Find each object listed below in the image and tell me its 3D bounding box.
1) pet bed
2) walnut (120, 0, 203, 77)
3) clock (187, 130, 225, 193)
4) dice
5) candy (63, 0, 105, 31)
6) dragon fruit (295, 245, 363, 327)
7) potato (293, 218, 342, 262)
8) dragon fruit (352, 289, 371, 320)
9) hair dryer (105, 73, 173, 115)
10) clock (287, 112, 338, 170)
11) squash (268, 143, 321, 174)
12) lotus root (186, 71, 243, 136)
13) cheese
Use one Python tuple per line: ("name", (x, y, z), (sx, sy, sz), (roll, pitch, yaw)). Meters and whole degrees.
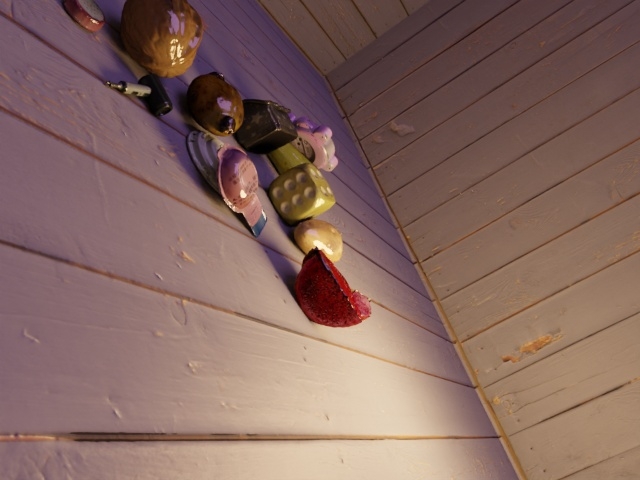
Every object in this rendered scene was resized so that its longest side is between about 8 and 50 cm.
("pet bed", (-0.203, -0.410, 1.946), (0.159, 0.183, 0.211), (67, 20, 5))
("walnut", (-0.433, -0.571, 1.515), (0.225, 0.225, 0.260), (27, 41, -60))
("clock", (-0.288, -0.225, 1.596), (0.236, 0.053, 0.236), (51, 17, -22))
("dice", (-0.064, -0.157, 1.910), (0.166, 0.169, 0.169), (60, 16, 7))
("candy", (-0.580, -0.566, 1.365), (0.103, 0.043, 0.103), (51, 18, -24))
("dragon fruit", (0.008, 0.144, 1.651), (0.261, 0.189, 0.163), (60, -22, -10))
("potato", (-0.002, -0.004, 1.896), (0.235, 0.128, 0.161), (38, 21, -37))
("dragon fruit", (0.121, 0.236, 1.947), (0.112, 0.068, 0.126), (41, 34, -18))
("hair dryer", (-0.459, -0.371, 1.384), (0.100, 0.057, 0.198), (61, 25, 8))
("clock", (-0.056, -0.372, 2.147), (0.090, 0.248, 0.227), (-51, 143, -32))
("squash", (-0.145, -0.314, 2.107), (0.287, 0.137, 0.137), (43, 18, -3))
("lotus root", (-0.314, -0.400, 1.653), (0.169, 0.141, 0.314), (25, 28, -35))
("cheese", (-0.214, -0.138, 1.540), (0.286, 0.074, 0.189), (67, 33, -37))
